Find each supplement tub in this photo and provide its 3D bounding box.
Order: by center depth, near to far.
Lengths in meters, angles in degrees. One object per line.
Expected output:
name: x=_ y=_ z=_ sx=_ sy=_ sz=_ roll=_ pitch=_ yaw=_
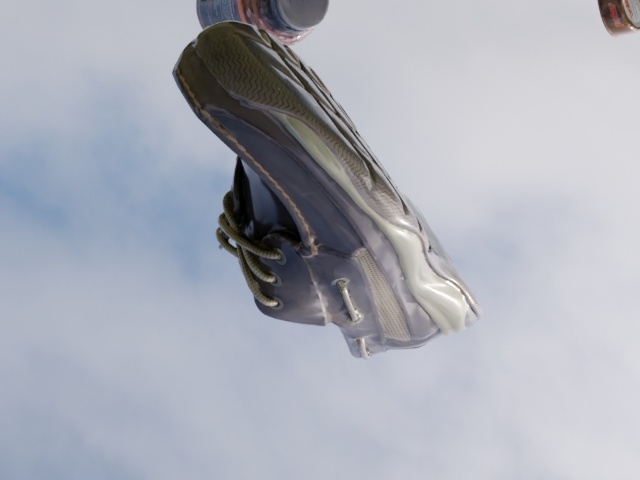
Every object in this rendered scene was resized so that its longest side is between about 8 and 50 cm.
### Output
supplement tub: x=-0.069 y=-0.286 z=1.136 sx=0.106 sy=0.106 sz=0.198 roll=-13 pitch=-164 yaw=-28

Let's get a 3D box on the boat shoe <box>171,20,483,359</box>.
boat shoe: x=0.000 y=0.000 z=0.643 sx=0.130 sy=0.355 sz=0.132 roll=-35 pitch=-131 yaw=7

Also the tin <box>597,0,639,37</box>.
tin: x=0.419 y=-0.352 z=1.266 sx=0.040 sy=0.106 sz=0.189 roll=-6 pitch=-141 yaw=41
